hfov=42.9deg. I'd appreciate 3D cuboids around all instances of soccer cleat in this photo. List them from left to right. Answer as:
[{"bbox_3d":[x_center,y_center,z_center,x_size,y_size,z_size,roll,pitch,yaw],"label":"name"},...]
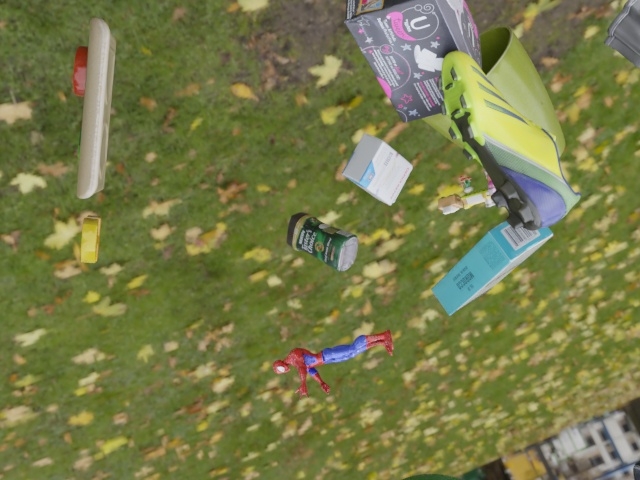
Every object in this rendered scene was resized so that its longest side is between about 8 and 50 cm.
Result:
[{"bbox_3d":[0.272,-0.153,1.184,0.121,0.289,0.093,-27,174,-12],"label":"soccer cleat"}]

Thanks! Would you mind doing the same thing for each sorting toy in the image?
[{"bbox_3d":[-0.299,-0.119,1.050,0.041,0.307,0.229,5,-174,-13],"label":"sorting toy"}]

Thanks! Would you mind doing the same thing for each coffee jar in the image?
[{"bbox_3d":[0.000,0.000,2.022,0.079,0.184,0.096,-21,128,-48],"label":"coffee jar"}]

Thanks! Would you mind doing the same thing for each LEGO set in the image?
[{"bbox_3d":[0.359,-0.133,1.792,0.132,0.107,0.287,-22,-174,-18],"label":"LEGO set"}]

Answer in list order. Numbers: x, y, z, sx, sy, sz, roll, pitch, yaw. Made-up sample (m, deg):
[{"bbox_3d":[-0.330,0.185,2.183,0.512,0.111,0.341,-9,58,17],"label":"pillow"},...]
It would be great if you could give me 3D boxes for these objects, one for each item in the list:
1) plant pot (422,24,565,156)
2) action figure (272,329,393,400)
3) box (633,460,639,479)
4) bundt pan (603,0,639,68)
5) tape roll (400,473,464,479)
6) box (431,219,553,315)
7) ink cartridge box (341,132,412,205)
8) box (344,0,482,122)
[{"bbox_3d":[0.415,-0.286,1.856,0.275,0.293,0.275,-41,-159,20],"label":"plant pot"},{"bbox_3d":[0.033,0.297,1.871,0.280,0.139,0.091,-9,155,-1],"label":"action figure"},{"bbox_3d":[0.707,0.532,1.301,0.212,0.395,0.293,-16,-170,-36],"label":"box"},{"bbox_3d":[0.640,-0.393,1.336,0.331,0.124,0.331,-32,164,-10],"label":"bundt pan"},{"bbox_3d":[0.231,0.615,1.575,0.321,0.321,0.077,-30,-179,24],"label":"tape roll"},{"bbox_3d":[0.278,0.038,1.352,0.100,0.060,0.244,-29,166,-26],"label":"box"},{"bbox_3d":[0.107,-0.130,1.505,0.122,0.052,0.088,30,89,-51],"label":"ink cartridge box"},{"bbox_3d":[0.152,-0.330,1.258,0.142,0.163,0.247,-10,146,23],"label":"box"}]
